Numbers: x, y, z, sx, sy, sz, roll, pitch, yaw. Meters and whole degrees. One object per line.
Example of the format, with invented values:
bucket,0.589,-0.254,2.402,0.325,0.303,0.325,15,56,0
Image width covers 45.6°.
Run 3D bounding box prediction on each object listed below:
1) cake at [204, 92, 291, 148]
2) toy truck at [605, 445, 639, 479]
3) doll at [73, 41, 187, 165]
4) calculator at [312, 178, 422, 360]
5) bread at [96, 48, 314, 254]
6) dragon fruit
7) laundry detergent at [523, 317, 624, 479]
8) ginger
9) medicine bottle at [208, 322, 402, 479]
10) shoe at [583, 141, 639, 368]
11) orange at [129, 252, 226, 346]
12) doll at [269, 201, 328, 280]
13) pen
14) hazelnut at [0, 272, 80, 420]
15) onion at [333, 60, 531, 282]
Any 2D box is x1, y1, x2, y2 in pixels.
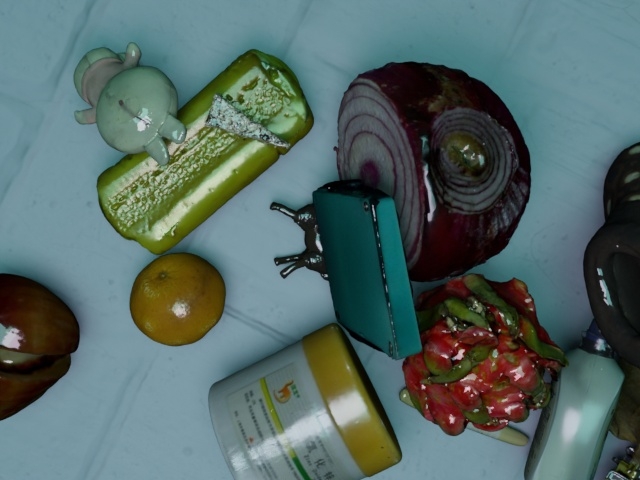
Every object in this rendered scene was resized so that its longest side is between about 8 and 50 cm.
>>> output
cake,-0.113,-0.165,1.155,0.140,0.051,0.055,33,91,-2
toy truck,0.553,0.358,1.250,0.111,0.136,0.286,35,87,27
doll,-0.303,-0.215,1.170,0.155,0.113,0.275,-50,47,6
calculator,0.067,0.035,1.126,0.058,0.274,0.248,-14,97,-16
bread,-0.184,-0.140,1.237,0.383,0.112,0.166,-40,94,1
dragon fruit,0.238,0.170,1.161,0.231,0.303,0.237,-15,61,-6
laundry detergent,0.409,0.257,1.206,0.105,0.215,0.280,15,94,19
ginger,0.524,0.275,1.177,0.080,0.333,0.166,27,118,-20
medicine bottle,-0.023,0.282,1.188,0.232,0.238,0.238,-28,92,1
shoe,0.493,0.009,1.143,0.237,0.171,0.384,13,64,-41
orange,-0.226,0.098,1.229,0.159,0.159,0.136,-21,134,0
doll,0.000,0.000,1.272,0.165,0.057,0.139,-3,90,-9
pen,0.243,0.300,1.289,0.233,0.040,0.032,20,78,-1
hazelnut,-0.503,0.174,1.214,0.217,0.217,0.251,29,101,-1
onion,0.189,-0.115,1.164,0.260,0.282,0.337,-13,82,-20
